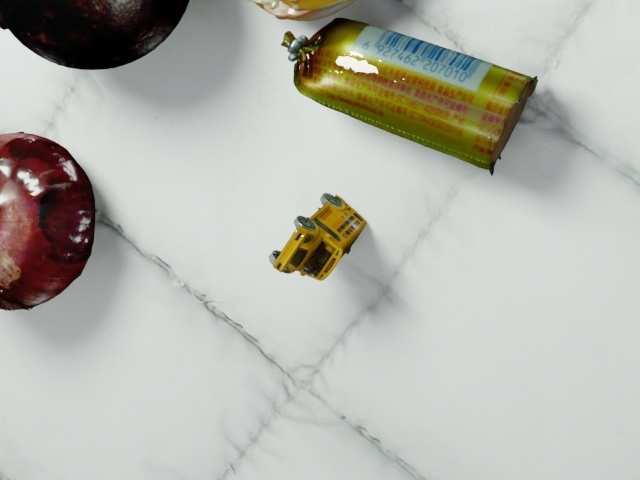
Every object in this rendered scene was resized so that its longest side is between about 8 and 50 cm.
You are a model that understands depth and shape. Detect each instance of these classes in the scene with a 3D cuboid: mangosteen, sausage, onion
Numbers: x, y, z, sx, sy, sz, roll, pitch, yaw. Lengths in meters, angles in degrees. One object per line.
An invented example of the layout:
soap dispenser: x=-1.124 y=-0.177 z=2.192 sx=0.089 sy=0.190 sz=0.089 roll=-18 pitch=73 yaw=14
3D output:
mangosteen: x=-0.273 y=-0.365 z=1.328 sx=0.297 sy=0.313 sz=0.297 roll=33 pitch=156 yaw=17
sausage: x=0.090 y=-0.184 z=1.315 sx=0.317 sy=0.117 sz=0.125 roll=21 pitch=97 yaw=16
onion: x=-0.432 y=-0.024 z=1.510 sx=0.252 sy=0.219 sz=0.252 roll=3 pitch=97 yaw=21

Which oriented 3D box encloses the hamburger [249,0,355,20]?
hamburger: x=-0.014 y=-0.370 z=1.282 sx=0.237 sy=0.147 sz=0.236 roll=5 pitch=106 yaw=17

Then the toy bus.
toy bus: x=0.000 y=0.000 z=1.378 sx=0.074 sy=0.162 sz=0.069 roll=37 pitch=115 yaw=4
